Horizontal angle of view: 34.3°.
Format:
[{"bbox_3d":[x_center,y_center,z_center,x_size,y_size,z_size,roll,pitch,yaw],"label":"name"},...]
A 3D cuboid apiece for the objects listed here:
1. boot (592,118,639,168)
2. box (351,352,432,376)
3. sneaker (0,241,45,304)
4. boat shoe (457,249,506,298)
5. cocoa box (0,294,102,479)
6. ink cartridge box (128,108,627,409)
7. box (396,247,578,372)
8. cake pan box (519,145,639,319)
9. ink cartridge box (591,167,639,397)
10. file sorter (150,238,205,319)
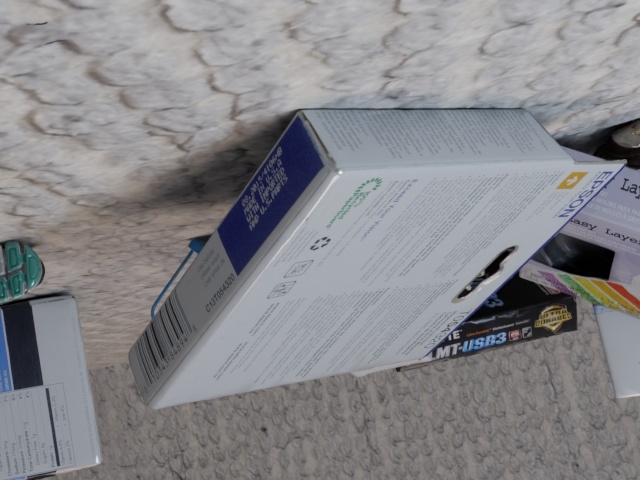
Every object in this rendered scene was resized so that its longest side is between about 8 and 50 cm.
[{"bbox_3d":[0.333,-0.100,1.042,0.106,0.037,0.114,-14,168,-2],"label":"boot"},{"bbox_3d":[0.086,0.096,1.518,0.130,0.170,0.091,-17,143,29],"label":"box"},{"bbox_3d":[-0.331,0.046,0.962,0.166,0.065,0.076,-11,177,1],"label":"sneaker"},{"bbox_3d":[0.168,0.049,1.416,0.340,0.158,0.127,-10,172,-17],"label":"boat shoe"},{"bbox_3d":[-0.443,0.224,1.457,0.228,0.231,0.347,-9,172,-16],"label":"cocoa box"},{"bbox_3d":[0.044,0.015,0.882,0.330,0.071,0.324,-6,147,-40],"label":"ink cartridge box"},{"bbox_3d":[0.225,0.092,1.696,0.293,0.073,0.295,-13,-157,-7],"label":"box"},{"bbox_3d":[0.327,0.011,1.059,0.266,0.070,0.246,21,161,16],"label":"cake pan box"},{"bbox_3d":[0.398,0.043,1.278,0.117,0.278,0.201,-16,172,23],"label":"ink cartridge box"},{"bbox_3d":[-0.113,0.081,1.210,0.104,0.118,0.170,-54,172,-1],"label":"file sorter"}]
